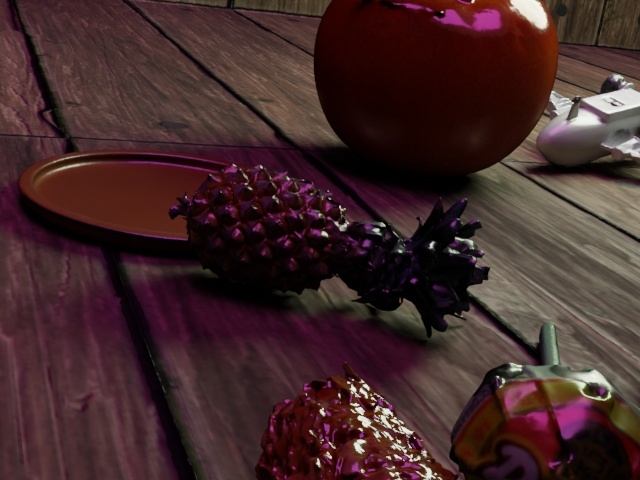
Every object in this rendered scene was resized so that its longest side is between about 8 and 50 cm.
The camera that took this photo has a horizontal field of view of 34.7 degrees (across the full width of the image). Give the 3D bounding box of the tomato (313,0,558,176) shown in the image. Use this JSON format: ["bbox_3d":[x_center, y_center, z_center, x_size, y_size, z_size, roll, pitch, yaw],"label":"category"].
[{"bbox_3d":[0.120,-0.184,1.085,0.256,0.224,0.256,6,22,-3],"label":"tomato"}]

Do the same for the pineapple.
[{"bbox_3d":[0.001,0.000,0.683,0.221,0.103,0.083,14,52,14],"label":"pineapple"}]

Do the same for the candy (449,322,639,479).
[{"bbox_3d":[0.119,0.078,0.543,0.091,0.083,0.305,41,14,2],"label":"candy"}]

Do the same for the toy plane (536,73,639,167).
[{"bbox_3d":[0.349,-0.140,1.246,0.255,0.101,0.251,-8,35,-41],"label":"toy plane"}]

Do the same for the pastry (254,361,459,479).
[{"bbox_3d":[0.023,0.106,0.413,0.087,0.063,0.169,3,18,-23],"label":"pastry"}]

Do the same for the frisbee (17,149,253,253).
[{"bbox_3d":[-0.123,-0.036,0.856,0.251,0.021,0.251,7,17,-2],"label":"frisbee"}]
